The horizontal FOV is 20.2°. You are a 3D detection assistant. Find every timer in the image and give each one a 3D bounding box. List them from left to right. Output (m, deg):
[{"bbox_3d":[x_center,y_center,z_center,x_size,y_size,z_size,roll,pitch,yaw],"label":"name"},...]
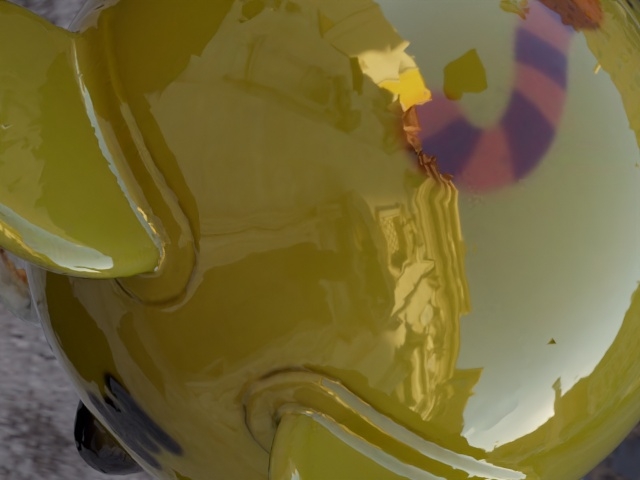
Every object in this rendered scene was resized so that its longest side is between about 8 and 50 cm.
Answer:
[{"bbox_3d":[0.000,0.000,0.854,0.376,0.376,0.387,65,31,-12],"label":"timer"}]

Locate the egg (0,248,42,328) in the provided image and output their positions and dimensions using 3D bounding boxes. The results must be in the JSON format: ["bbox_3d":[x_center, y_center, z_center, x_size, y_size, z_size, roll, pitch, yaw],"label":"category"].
[{"bbox_3d":[-0.163,-0.029,1.408,0.217,0.183,0.183,-30,103,-30],"label":"egg"}]
